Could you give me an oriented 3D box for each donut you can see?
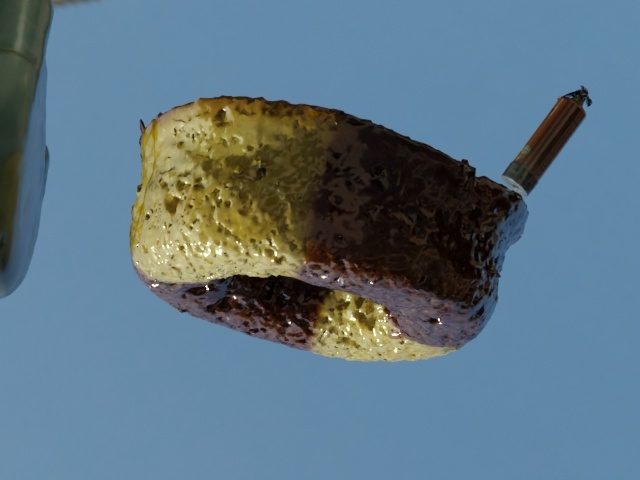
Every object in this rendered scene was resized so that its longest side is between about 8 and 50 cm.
[{"bbox_3d":[0.000,0.000,0.655,0.140,0.140,0.059,15,-109,-13],"label":"donut"}]

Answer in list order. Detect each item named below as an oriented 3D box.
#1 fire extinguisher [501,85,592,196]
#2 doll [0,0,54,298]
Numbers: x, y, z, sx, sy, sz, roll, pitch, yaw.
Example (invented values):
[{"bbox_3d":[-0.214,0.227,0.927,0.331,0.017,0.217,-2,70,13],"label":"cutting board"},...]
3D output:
[{"bbox_3d":[0.146,-0.067,1.214,0.022,0.028,0.083,38,-98,-11],"label":"fire extinguisher"},{"bbox_3d":[-0.280,-0.051,1.014,0.260,0.177,0.161,6,-133,-4],"label":"doll"}]
